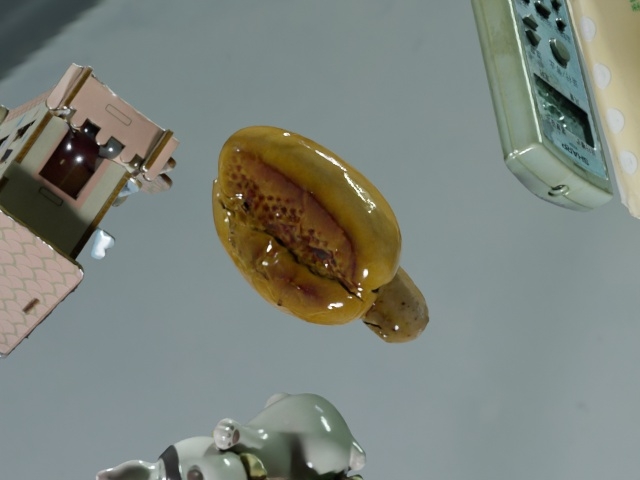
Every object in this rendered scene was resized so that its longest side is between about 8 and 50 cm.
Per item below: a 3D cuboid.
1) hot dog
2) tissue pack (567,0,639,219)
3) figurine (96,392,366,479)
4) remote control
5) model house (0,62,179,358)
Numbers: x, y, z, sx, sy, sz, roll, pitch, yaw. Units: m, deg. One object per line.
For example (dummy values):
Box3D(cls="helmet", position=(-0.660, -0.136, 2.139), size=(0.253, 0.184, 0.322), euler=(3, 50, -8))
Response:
Box3D(cls="hot dog", position=(0.001, -0.002, 1.003), size=(0.140, 0.060, 0.090), euler=(36, 114, 23))
Box3D(cls="tissue pack", position=(0.320, -0.142, 1.606), size=(0.186, 0.090, 0.222), euler=(-16, 87, -11))
Box3D(cls="figurine", position=(-0.045, 0.139, 1.062), size=(0.146, 0.081, 0.098), euler=(-20, 33, -37))
Box3D(cls="remote control", position=(0.132, -0.131, 1.204), size=(0.038, 0.098, 0.233), euler=(-26, 56, 30))
Box3D(cls="model house", position=(-0.278, -0.013, 1.827), size=(0.169, 0.326, 0.244), euler=(40, 72, -16))
